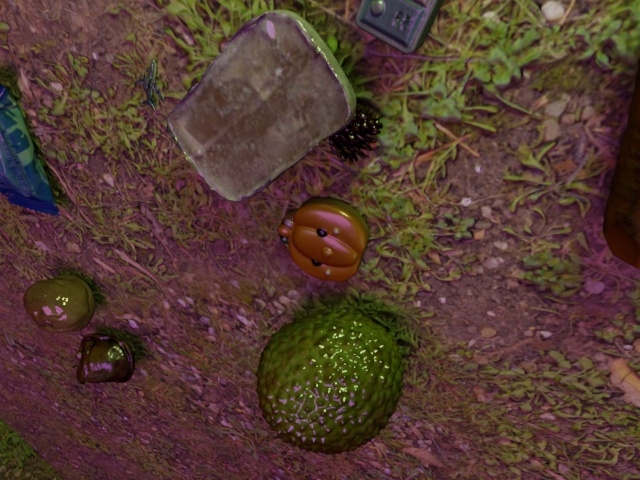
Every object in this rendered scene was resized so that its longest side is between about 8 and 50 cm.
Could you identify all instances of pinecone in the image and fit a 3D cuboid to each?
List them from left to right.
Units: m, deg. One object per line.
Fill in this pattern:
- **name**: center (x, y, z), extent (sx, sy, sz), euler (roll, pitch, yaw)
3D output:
- **pinecone**: center (0.050, -0.152, 0.726), extent (0.083, 0.077, 0.077), euler (-27, 110, 28)

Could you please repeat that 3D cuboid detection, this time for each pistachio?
- **pistachio**: center (-0.579, 0.323, 1.363), extent (0.210, 0.130, 0.165), euler (-22, 110, 28)

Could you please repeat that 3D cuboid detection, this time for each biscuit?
- **biscuit**: center (-0.001, 0.002, 0.883), extent (0.170, 0.050, 0.170), euler (13, 129, 17)

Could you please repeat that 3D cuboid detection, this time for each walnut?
- **walnut**: center (-0.645, 0.156, 1.260), extent (0.167, 0.149, 0.166), euler (18, 164, 5)

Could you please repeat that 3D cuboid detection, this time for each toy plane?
- **toy plane**: center (-0.281, -0.256, 0.836), extent (0.078, 0.024, 0.084), euler (36, 135, 22)

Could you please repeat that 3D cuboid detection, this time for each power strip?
- **power strip**: center (0.095, -0.343, 0.571), extent (0.145, 0.061, 0.215), euler (33, 132, 8)

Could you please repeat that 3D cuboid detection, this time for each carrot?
- **carrot**: center (0.397, -0.106, 0.568), extent (0.114, 0.114, 0.301), euler (7, 125, 22)

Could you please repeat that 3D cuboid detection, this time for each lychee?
- **lychee**: center (0.006, 0.267, 0.953), extent (0.320, 0.270, 0.270), euler (-33, 110, 5)

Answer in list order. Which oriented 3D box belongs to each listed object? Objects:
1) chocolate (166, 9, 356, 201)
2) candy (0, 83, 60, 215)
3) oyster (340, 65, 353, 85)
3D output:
- **chocolate**: center (-0.083, -0.185, 0.733), extent (0.303, 0.100, 0.185), euler (-29, 96, 42)
- **candy**: center (-0.652, -0.194, 1.035), extent (0.187, 0.077, 0.331), euler (16, 130, 24)
- **oyster**: center (0.005, -0.224, 0.726), extent (0.083, 0.019, 0.054), euler (-20, 116, 33)
